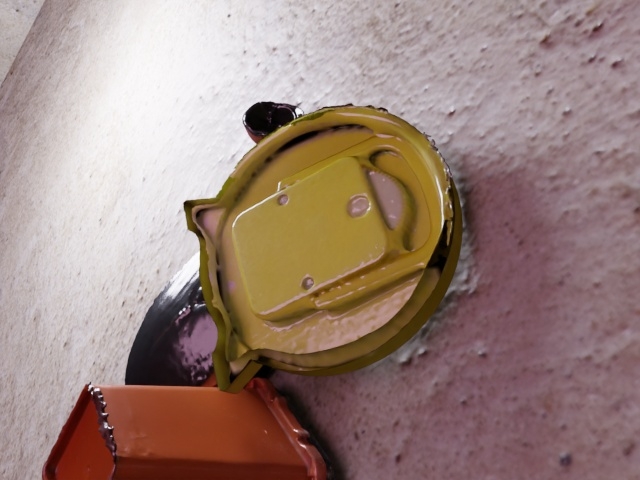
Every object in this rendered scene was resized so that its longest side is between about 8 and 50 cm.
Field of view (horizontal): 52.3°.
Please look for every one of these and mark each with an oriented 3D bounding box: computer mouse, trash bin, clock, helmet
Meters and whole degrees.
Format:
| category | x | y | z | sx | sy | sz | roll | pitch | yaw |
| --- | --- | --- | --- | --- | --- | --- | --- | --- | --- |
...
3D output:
| category | x | y | z | sx | sy | sz | roll | pitch | yaw |
| --- | --- | --- | --- | --- | --- | --- | --- | --- | --- |
| computer mouse | -0.144 | 0.124 | 0.785 | 0.323 | 0.116 | 0.183 | -54 | 48 | 19 |
| trash bin | -0.119 | 0.230 | 0.614 | 0.184 | 0.238 | 0.161 | 43 | 108 | 47 |
| clock | 0.003 | 0.001 | 0.663 | 0.293 | 0.071 | 0.277 | -22 | 61 | 20 |
| helmet | -0.057 | -0.141 | 0.837 | 0.084 | 0.049 | 0.065 | 18 | 55 | 25 |
